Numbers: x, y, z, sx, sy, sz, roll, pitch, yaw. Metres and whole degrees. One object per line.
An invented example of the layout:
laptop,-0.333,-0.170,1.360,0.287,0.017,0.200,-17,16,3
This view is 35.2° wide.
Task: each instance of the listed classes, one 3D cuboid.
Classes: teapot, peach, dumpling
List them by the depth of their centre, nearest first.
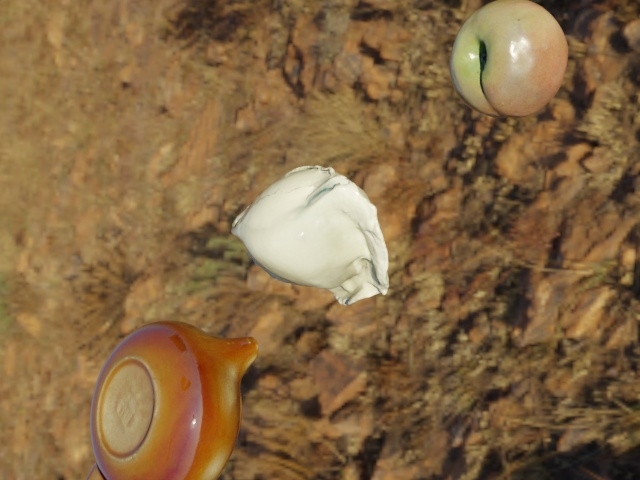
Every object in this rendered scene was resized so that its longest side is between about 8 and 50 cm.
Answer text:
peach,0.129,-0.122,0.680,0.083,0.083,0.083,-16,72,61
dumpling,0.000,0.000,0.884,0.188,0.127,0.108,-11,37,47
teapot,-0.147,0.186,0.987,0.252,0.135,0.178,-54,42,22
